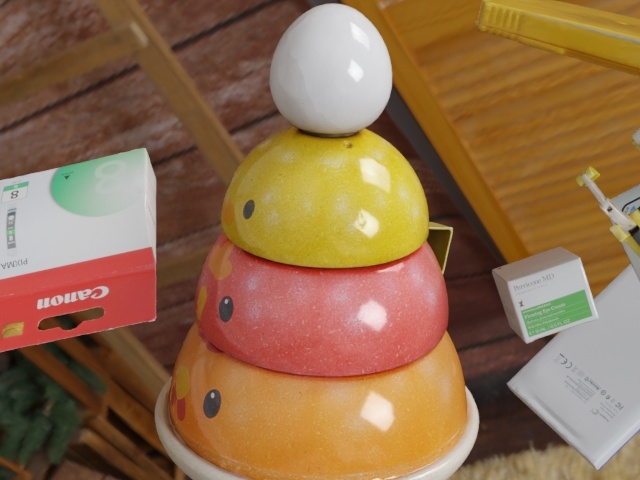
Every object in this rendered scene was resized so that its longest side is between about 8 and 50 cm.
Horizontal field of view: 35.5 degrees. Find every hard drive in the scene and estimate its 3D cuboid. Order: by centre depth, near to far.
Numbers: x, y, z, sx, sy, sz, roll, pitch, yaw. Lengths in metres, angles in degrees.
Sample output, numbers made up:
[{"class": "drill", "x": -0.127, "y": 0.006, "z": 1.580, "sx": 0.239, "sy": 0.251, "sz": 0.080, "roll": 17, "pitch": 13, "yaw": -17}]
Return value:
[{"class": "hard drive", "x": 0.494, "y": 0.197, "z": 1.657, "sx": 0.319, "sy": 0.040, "sz": 0.210, "roll": -43, "pitch": 48, "yaw": -3}]

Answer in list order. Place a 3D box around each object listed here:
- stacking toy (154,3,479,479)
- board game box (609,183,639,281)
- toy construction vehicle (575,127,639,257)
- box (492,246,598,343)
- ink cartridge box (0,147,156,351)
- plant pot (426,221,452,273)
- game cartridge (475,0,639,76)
[{"class": "stacking toy", "x": 0.000, "y": 0.000, "z": 1.026, "sx": 0.351, "sy": 0.479, "sz": 0.350, "roll": 1, "pitch": 20, "yaw": 0}, {"class": "board game box", "x": 0.423, "y": 0.009, "z": 0.752, "sx": 0.336, "sy": 0.079, "sz": 0.253, "roll": -31, "pitch": 73, "yaw": 32}, {"class": "toy construction vehicle", "x": 0.234, "y": -0.029, "z": 0.676, "sx": 0.086, "sy": 0.098, "sz": 0.035, "roll": -41, "pitch": -7, "yaw": 30}, {"class": "box", "x": 0.289, "y": 0.068, "z": 1.293, "sx": 0.101, "sy": 0.087, "sz": 0.102, "roll": -19, "pitch": 7, "yaw": 1}, {"class": "ink cartridge box", "x": -0.264, "y": 0.005, "z": 1.049, "sx": 0.181, "sy": 0.056, "sz": 0.224, "roll": -12, "pitch": 41, "yaw": 2}, {"class": "plant pot", "x": 0.150, "y": 0.005, "z": 1.618, "sx": 0.083, "sy": 0.081, "sz": 0.081, "roll": 29, "pitch": 112, "yaw": 52}, {"class": "game cartridge", "x": 0.394, "y": -0.262, "z": 1.318, "sx": 0.324, "sy": 0.052, "sz": 0.285, "roll": 21, "pitch": 22, "yaw": 28}]
